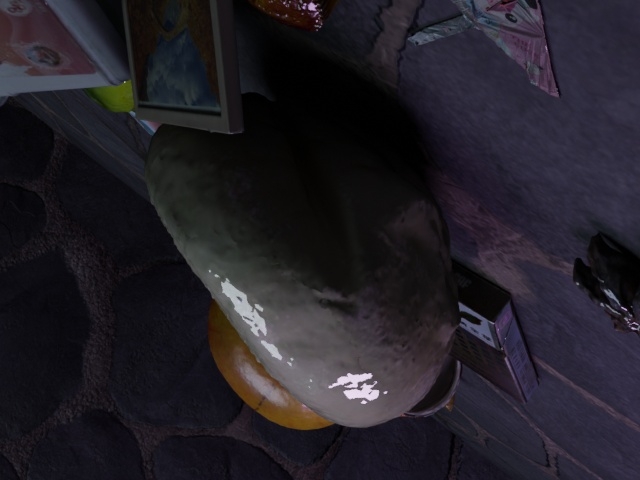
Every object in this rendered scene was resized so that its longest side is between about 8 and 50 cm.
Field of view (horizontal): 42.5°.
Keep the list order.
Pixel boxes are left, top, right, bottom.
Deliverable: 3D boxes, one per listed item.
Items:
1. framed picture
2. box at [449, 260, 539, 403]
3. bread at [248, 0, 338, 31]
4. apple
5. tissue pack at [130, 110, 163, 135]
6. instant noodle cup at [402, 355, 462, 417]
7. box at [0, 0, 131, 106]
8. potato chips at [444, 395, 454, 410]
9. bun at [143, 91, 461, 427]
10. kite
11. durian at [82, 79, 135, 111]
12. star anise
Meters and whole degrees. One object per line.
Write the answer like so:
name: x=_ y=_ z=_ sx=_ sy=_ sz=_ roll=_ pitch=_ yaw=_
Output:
framed picture: x=-0.117 y=-0.179 z=0.638 sx=0.250 sy=0.016 sz=0.184 roll=23 pitch=120 yaw=61
box: x=0.190 y=0.109 z=1.092 sx=0.180 sy=0.047 sz=0.325 roll=33 pitch=169 yaw=32
bread: x=-0.026 y=-0.175 z=0.548 sx=0.085 sy=0.053 sz=0.085 roll=37 pitch=170 yaw=7
apple: x=-0.026 y=0.126 z=1.169 sx=0.286 sy=0.286 sz=0.233 roll=37 pitch=178 yaw=6
tissue pack: x=-0.236 y=-0.192 z=1.186 sx=0.058 sy=0.074 sz=0.094 roll=29 pitch=170 yaw=31
instant noodle cup: x=0.119 y=0.198 z=1.357 sx=0.213 sy=0.213 sz=0.174 roll=41 pitch=161 yaw=-17
box: x=-0.285 y=-0.255 z=0.736 sx=0.182 sy=0.175 sz=0.312 roll=3 pitch=160 yaw=13
potato chips: x=0.126 y=0.195 z=1.651 sx=0.407 sy=0.080 sz=0.057 roll=37 pitch=-173 yaw=-2
bun: x=0.000 y=0.000 z=0.786 sx=0.365 sy=0.219 sz=0.365 roll=53 pitch=178 yaw=3
kite: x=0.091 y=-0.128 z=0.488 sx=0.137 sy=0.005 sz=0.152 roll=40 pitch=171 yaw=-7
durian: x=-0.268 y=-0.231 z=1.037 sx=0.139 sy=0.101 sz=0.250 roll=41 pitch=170 yaw=-11
star anise: x=0.248 y=0.050 z=0.624 sx=0.141 sy=0.042 sz=0.141 roll=39 pitch=170 yaw=8
